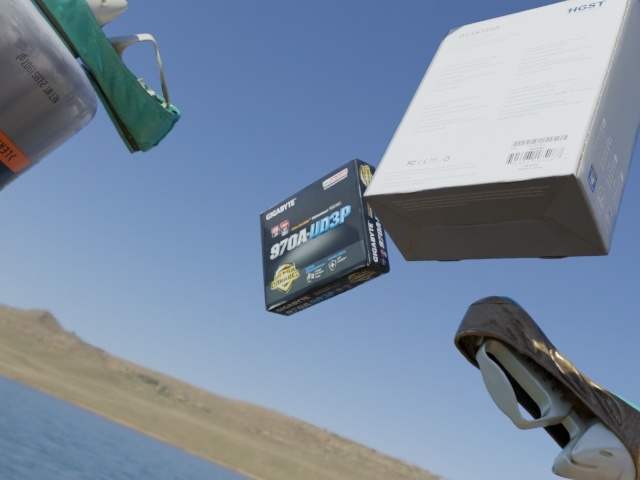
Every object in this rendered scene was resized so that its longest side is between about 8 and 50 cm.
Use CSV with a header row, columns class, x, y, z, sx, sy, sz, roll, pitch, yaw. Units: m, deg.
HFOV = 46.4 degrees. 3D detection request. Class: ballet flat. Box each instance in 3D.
class,x,y,z,sx,sy,sz,roll,pitch,yaw
ballet flat,0.293,0.208,0.910,0.342,0.124,0.116,47,-41,20
ballet flat,-0.214,-0.197,0.738,0.083,0.087,0.247,46,-11,46

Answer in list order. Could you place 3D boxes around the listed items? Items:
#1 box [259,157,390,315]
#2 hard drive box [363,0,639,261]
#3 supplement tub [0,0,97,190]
class,x,y,z,sx,sy,sz,roll,pitch,yaw
box,0.000,0.000,1.139,0.220,0.175,0.051,-27,-32,38
hard drive box,0.168,-0.098,0.639,0.181,0.232,0.089,-2,-43,39
supplement tub,-0.362,-0.081,0.566,0.207,0.338,0.207,48,-10,12
